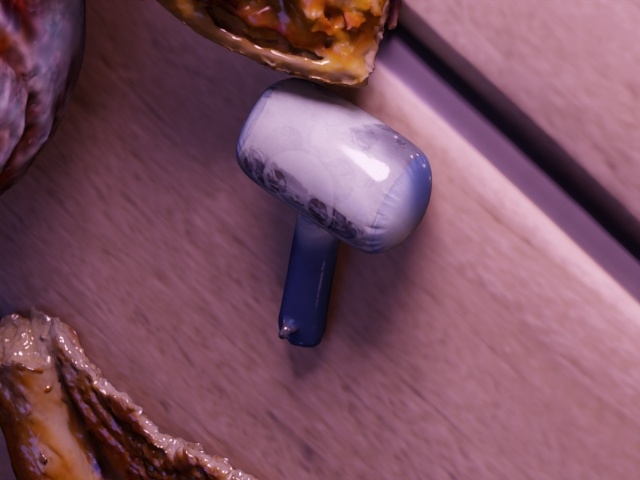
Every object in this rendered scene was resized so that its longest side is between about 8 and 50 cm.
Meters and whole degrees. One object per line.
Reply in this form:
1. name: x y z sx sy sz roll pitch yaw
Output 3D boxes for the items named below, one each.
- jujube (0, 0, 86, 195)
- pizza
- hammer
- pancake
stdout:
1. jujube: -0.287 -0.109 1.092 0.308 0.215 0.246 -25 119 16
2. pizza: -0.065 -0.197 0.919 0.161 0.085 0.305 -32 110 30
3. hammer: 0.000 0.000 1.052 0.116 0.069 0.194 33 139 20
4. pancake: -0.129 0.175 1.258 0.244 0.057 0.266 -1 113 39
